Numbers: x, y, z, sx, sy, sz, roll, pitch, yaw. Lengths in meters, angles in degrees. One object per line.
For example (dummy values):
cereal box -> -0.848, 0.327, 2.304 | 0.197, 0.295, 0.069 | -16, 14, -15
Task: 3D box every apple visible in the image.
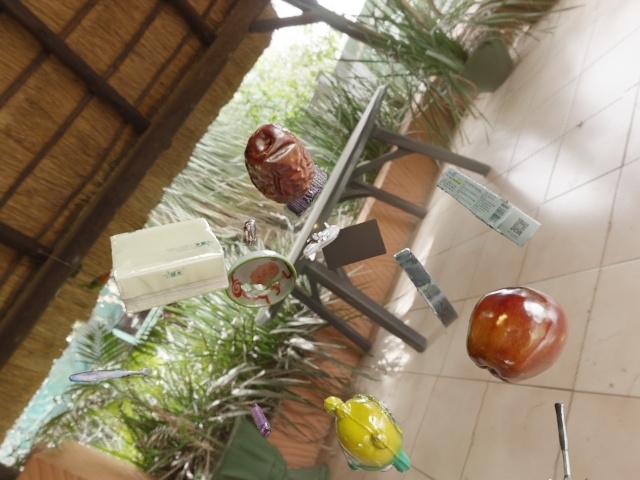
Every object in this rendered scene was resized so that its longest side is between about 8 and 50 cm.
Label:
apple -> 0.334, 0.163, 0.719 | 0.158, 0.156, 0.147 | -48, -41, -22

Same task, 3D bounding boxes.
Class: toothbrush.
toothbrush -> -0.707, 0.461, 1.421 | 0.413, 0.042, 0.035 | 56, -154, -72

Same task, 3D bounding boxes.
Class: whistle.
whistle -> -0.176, 0.523, 1.206 | 0.033, 0.033, 0.176 | -63, 17, -8

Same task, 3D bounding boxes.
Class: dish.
dish -> -0.278, 0.154, 1.883 | 0.324, 0.324, 0.124 | -60, 33, 29

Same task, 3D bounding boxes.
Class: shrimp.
shrimp -> -0.328, -0.031, 1.915 | 0.073, 0.074, 0.190 | -44, 41, 26

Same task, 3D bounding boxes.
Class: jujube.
jujube -> -0.128, -0.240, 1.304 | 0.216, 0.216, 0.342 | -63, -13, -10

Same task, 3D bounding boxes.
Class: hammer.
hammer -> 0.706, 0.588, 1.186 | 0.103, 0.029, 0.247 | -13, 41, 36

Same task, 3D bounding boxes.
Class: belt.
belt -> -0.081, -0.231, 1.978 | 0.260, 0.122, 0.325 | -59, 13, -8

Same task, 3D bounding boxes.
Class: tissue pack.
tissue pack -> -0.569, 0.083, 1.557 | 0.297, 0.380, 0.207 | 46, 143, 48

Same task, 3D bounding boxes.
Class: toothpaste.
toothpaste -> 0.379, -0.093, 0.978 | 0.067, 0.081, 0.337 | -55, 18, 17

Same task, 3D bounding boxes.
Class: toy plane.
toy plane -> 0.000, 0.000, 1.331 | 0.171, 0.065, 0.162 | -49, 2, -31

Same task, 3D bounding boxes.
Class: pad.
pad -> 0.136, 0.017, 1.771 | 0.264, 0.160, 0.009 | -17, 5, 9

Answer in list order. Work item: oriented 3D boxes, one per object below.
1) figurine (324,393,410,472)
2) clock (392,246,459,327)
figurine -> 0.158, 0.658, 1.395 | 0.231, 0.323, 0.340 | -50, -36, -21
clock -> 0.452, 0.198, 1.777 | 0.076, 0.386, 0.386 | -36, 8, 7
